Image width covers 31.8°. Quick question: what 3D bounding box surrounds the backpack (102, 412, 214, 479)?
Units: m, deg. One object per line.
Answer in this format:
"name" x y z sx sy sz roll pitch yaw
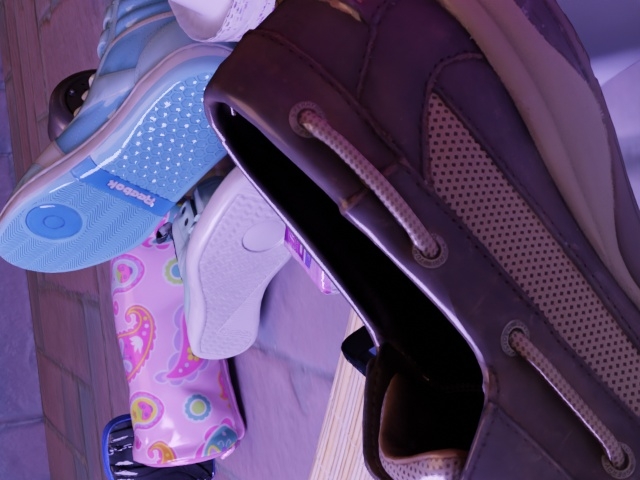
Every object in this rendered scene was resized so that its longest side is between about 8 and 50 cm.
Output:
"backpack" -0.194 0.245 1.307 0.101 0.120 0.098 158 103 -68

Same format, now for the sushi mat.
"sushi mat" 0.032 0.172 0.851 0.151 0.019 0.316 -119 31 -42

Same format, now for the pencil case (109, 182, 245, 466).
"pencil case" -0.150 0.086 1.158 0.124 0.124 0.284 169 94 -69

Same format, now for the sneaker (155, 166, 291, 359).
"sneaker" -0.089 -0.021 0.998 0.256 0.094 0.151 113 147 -49

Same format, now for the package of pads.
"package of pads" 0.000 0.000 0.861 0.083 0.032 0.050 -130 41 -54

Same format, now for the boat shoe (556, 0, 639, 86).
"boat shoe" 0.100 -0.122 0.484 0.301 0.108 0.102 134 124 -72

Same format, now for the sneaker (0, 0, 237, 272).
"sneaker" -0.192 -0.119 1.075 0.319 0.127 0.208 -35 46 22

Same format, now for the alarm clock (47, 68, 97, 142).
"alarm clock" -0.254 -0.161 1.338 0.192 0.129 0.064 -89 11 -46

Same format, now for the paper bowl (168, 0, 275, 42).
"paper bowl" -0.079 -0.288 0.819 0.284 0.148 0.284 174 90 -70

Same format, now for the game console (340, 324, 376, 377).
"game console" 0.073 0.025 0.620 0.085 0.124 0.144 63 168 -24

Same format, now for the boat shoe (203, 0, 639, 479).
"boat shoe" 0.074 0.058 0.428 0.355 0.130 0.132 58 164 -5
